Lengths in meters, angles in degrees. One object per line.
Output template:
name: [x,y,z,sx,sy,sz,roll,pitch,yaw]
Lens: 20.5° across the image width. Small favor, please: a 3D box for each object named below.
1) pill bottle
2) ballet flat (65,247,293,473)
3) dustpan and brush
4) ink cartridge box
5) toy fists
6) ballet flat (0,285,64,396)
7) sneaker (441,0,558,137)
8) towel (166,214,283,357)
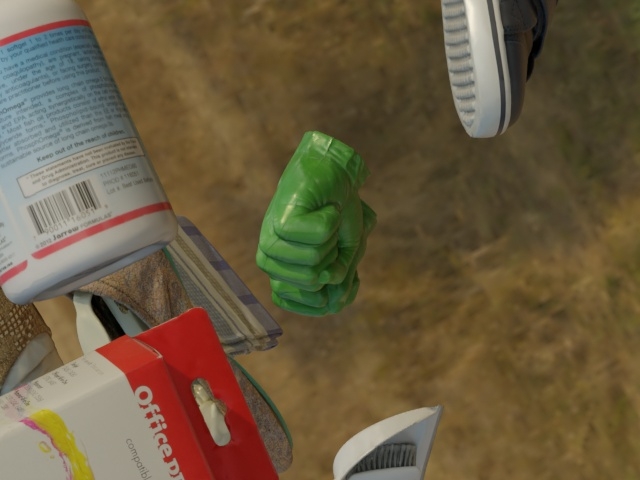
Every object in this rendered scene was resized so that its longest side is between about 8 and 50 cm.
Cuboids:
pill bottle: [-0.134,-0.058,0.818,0.160,0.087,0.087,66,162,3]
ballet flat: [-0.133,0.115,1.504,0.107,0.106,0.316,-4,130,42]
dustpan and brush: [0.040,0.264,1.982,0.147,0.211,0.060,101,154,-42]
ink cartridge box: [-0.135,0.146,1.011,0.134,0.231,0.078,67,164,-14]
toy fists: [0.000,0.000,1.876,0.096,0.142,0.279,25,166,12]
ballet flat: [-0.185,0.095,1.119,0.067,0.073,0.206,29,151,13]
sneaker: [0.161,-0.233,1.497,0.126,0.127,0.321,97,169,-60]
towel: [-0.151,0.055,2.022,0.209,0.034,0.285,50,-166,9]
